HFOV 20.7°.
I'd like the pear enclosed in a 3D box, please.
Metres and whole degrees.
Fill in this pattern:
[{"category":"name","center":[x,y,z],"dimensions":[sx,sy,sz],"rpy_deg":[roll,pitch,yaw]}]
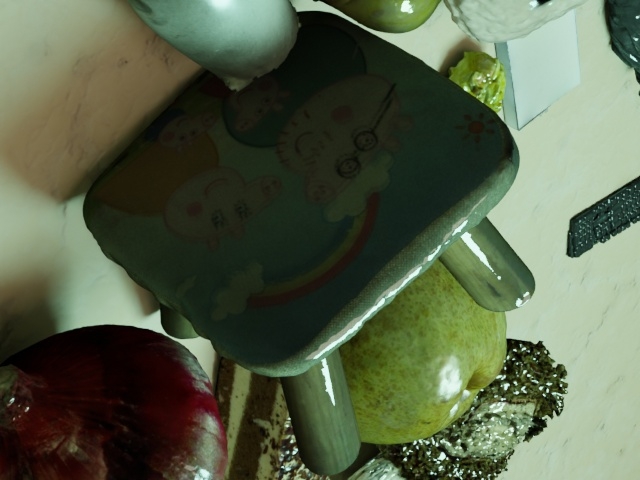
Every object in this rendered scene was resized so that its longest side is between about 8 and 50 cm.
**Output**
[{"category":"pear","center":[0.076,0.104,1.765],"dimensions":[0.188,0.211,0.228],"rpy_deg":[22,101,-54]}]

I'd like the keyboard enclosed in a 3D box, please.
[{"category":"keyboard","center":[0.373,-0.040,2.139],"dimensions":[0.195,0.018,0.060],"rpy_deg":[-30,134,-30]}]

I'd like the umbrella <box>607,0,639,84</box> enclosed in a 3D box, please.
[{"category":"umbrella","center":[0.340,-0.249,1.913],"dimensions":[0.066,0.059,0.236],"rpy_deg":[-25,141,0]}]

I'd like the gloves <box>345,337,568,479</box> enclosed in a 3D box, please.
[{"category":"gloves","center":[0.147,0.209,1.982],"dimensions":[0.210,0.135,0.312],"rpy_deg":[30,116,-33]}]

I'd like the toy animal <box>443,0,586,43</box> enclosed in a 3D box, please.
[{"category":"toy animal","center":[0.229,-0.346,1.607],"dimensions":[0.358,0.188,0.226],"rpy_deg":[-56,145,5]}]

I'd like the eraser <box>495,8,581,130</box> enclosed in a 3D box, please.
[{"category":"eraser","center":[0.232,-0.200,1.858],"dimensions":[0.104,0.023,0.150],"rpy_deg":[-37,140,-21]}]

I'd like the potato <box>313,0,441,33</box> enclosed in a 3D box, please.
[{"category":"potato","center":[0.042,-0.270,1.500],"dimensions":[0.154,0.137,0.200],"rpy_deg":[-37,135,27]}]

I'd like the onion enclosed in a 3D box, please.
[{"category":"onion","center":[-0.217,0.179,1.461],"dimensions":[0.272,0.272,0.195],"rpy_deg":[-52,136,-4]}]

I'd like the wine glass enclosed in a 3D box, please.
[{"category":"wine glass","center":[-0.100,-0.211,1.416],"dimensions":[0.111,0.111,0.204],"rpy_deg":[-51,142,-5]}]

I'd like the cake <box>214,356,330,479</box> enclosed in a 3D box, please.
[{"category":"cake","center":[-0.037,0.206,1.808],"dimensions":[0.135,0.112,0.246],"rpy_deg":[-18,126,-42]}]

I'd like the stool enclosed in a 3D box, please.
[{"category":"stool","center":[0.000,0.000,1.527],"dimensions":[0.310,0.310,0.226],"rpy_deg":[-42,142,-14]}]

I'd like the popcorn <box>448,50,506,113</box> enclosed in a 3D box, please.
[{"category":"popcorn","center":[0.160,-0.155,1.787],"dimensions":[0.068,0.059,0.083],"rpy_deg":[-22,140,-36]}]
